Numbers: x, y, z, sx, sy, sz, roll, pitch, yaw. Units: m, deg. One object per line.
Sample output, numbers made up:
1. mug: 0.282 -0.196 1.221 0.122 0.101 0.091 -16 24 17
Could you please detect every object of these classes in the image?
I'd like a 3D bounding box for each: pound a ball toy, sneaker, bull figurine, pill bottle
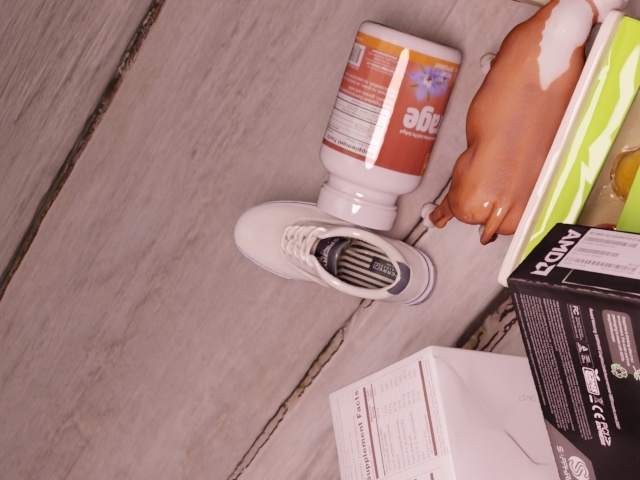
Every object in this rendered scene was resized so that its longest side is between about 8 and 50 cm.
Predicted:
1. pound a ball toy: 0.308 -0.022 1.287 0.208 0.135 0.319 26 104 25
2. sneaker: 0.005 0.006 1.591 0.258 0.091 0.094 14 85 28
3. bull figurine: 0.200 -0.132 1.389 0.310 0.101 0.188 -63 5 -15
4. pill bottle: 0.070 -0.127 1.585 0.121 0.121 0.216 31 107 50

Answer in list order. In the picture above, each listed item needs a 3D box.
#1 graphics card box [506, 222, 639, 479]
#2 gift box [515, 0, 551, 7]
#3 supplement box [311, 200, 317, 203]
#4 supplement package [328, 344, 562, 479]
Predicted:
1. graphics card box: 0.337 0.122 1.076 0.371 0.094 0.233 8 130 40
2. gift box: 0.152 -0.386 1.430 0.276 0.258 0.255 22 99 52
3. supplement box: 0.000 0.000 1.696 0.083 0.056 0.083 -12 73 50
4. supplement package: 0.162 0.222 1.280 0.145 0.261 0.204 -31 59 44
